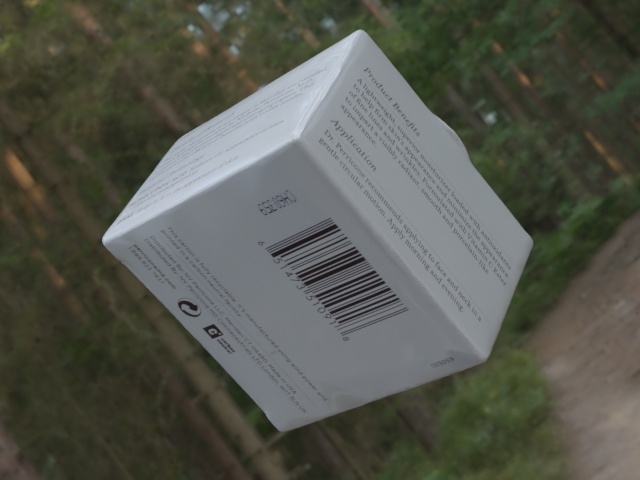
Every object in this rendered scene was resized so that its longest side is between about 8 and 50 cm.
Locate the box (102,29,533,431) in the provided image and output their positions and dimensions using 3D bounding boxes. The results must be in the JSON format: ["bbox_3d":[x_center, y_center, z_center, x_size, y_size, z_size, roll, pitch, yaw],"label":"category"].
[{"bbox_3d":[0.000,0.000,0.834,0.182,0.181,0.119,-25,24,40],"label":"box"}]
